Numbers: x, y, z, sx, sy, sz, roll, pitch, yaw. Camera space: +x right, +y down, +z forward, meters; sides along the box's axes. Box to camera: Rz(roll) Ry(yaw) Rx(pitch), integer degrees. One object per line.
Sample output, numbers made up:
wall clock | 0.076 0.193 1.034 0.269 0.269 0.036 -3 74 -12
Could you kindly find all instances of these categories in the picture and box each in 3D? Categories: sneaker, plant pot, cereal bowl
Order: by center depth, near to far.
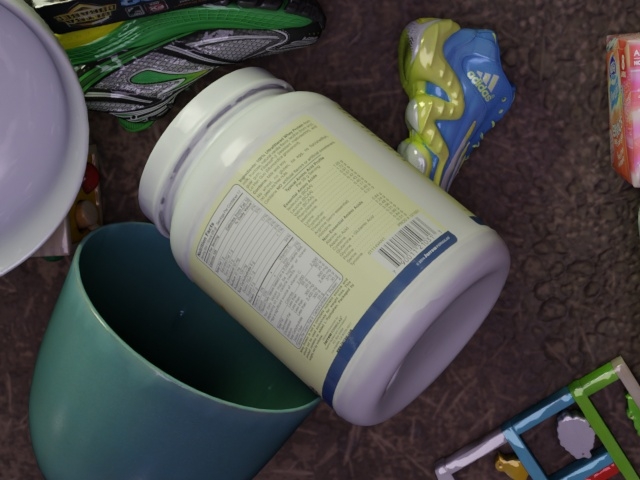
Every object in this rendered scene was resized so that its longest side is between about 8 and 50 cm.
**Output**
cereal bowl | -0.398 -0.120 1.236 0.338 0.141 0.339 -9 121 -16
plant pot | -0.170 0.163 1.356 0.293 0.293 0.235 31 113 -3
sneaker | -0.162 -0.202 1.368 0.343 0.134 0.146 -9 119 6
sneaker | 0.148 -0.116 1.370 0.126 0.091 0.240 -4 113 -8

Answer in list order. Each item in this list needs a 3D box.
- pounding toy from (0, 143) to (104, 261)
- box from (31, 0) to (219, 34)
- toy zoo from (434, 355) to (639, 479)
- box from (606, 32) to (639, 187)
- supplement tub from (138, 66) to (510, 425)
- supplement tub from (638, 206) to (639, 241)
pounding toy | -0.271 -0.031 1.402 0.100 0.130 0.141 -3 98 11
box | -0.151 -0.374 1.284 0.295 0.073 0.293 -12 71 5
toy zoo | 0.265 0.285 1.473 0.293 0.030 0.192 -33 98 10
box | 0.453 -0.147 1.317 0.299 0.142 0.154 -3 100 4
supplement tub | 0.000 0.000 1.291 0.325 0.235 0.235 41 102 19
supplement tub | 0.446 0.107 1.336 0.207 0.207 0.338 -7 101 5
